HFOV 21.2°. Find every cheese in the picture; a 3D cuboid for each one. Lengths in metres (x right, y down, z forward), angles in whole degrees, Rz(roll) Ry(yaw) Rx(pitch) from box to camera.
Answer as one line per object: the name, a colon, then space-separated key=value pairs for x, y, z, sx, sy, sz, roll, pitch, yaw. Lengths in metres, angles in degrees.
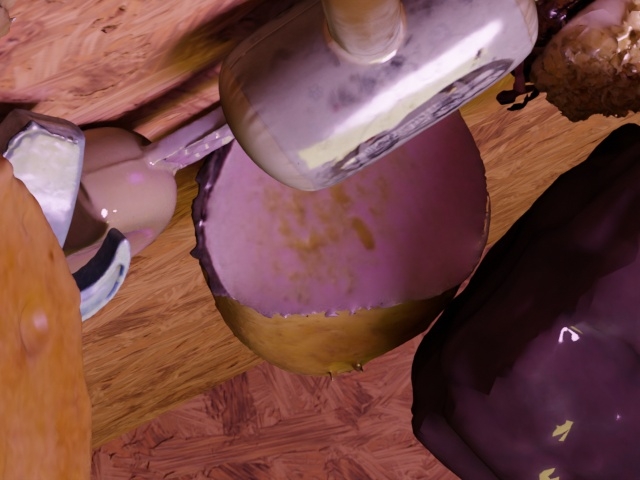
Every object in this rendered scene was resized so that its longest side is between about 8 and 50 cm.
cheese: x=-0.143 y=-0.035 z=1.148 sx=0.286 sy=0.082 sz=0.163 roll=-31 pitch=171 yaw=13

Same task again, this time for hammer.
hammer: x=0.020 y=-0.135 z=0.956 sx=0.202 sy=0.113 sz=0.305 roll=-36 pitch=165 yaw=0

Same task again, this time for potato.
potato: x=0.000 y=0.000 z=1.316 sx=0.229 sy=0.229 sz=0.266 roll=-25 pitch=170 yaw=-11

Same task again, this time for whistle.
whistle: x=-0.218 y=0.036 z=1.050 sx=0.180 sy=0.093 sz=0.269 roll=15 pitch=114 yaw=-34

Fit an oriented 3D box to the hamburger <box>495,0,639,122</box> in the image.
hamburger: x=0.234 y=-0.171 z=1.243 sx=0.243 sy=0.139 sz=0.262 roll=-25 pitch=170 yaw=-18

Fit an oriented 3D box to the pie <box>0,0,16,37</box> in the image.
pie: x=-0.191 y=-0.109 z=0.562 sx=0.128 sy=0.068 sz=0.282 roll=-17 pitch=173 yaw=11

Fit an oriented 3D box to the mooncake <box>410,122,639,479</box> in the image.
mooncake: x=0.230 y=0.049 z=1.239 sx=0.350 sy=0.212 sz=0.381 roll=-48 pitch=-178 yaw=-18

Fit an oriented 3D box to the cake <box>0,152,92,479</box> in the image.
cake: x=-0.309 y=0.107 z=0.849 sx=0.321 sy=0.332 sz=0.332 roll=-3 pitch=177 yaw=14
